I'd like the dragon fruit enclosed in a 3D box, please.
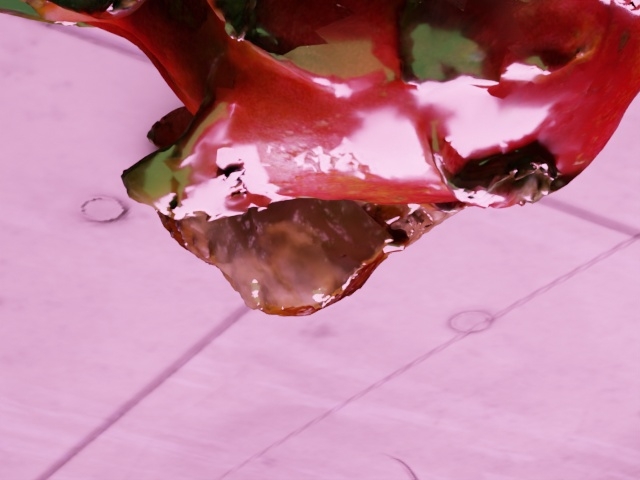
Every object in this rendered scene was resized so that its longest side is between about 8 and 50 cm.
[{"bbox_3d":[-0.005,-0.103,0.636,0.269,0.198,0.200,16,156,-4],"label":"dragon fruit"}]

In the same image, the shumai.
[{"bbox_3d":[-0.008,-0.007,0.861,0.139,0.105,0.123,13,158,24],"label":"shumai"}]
